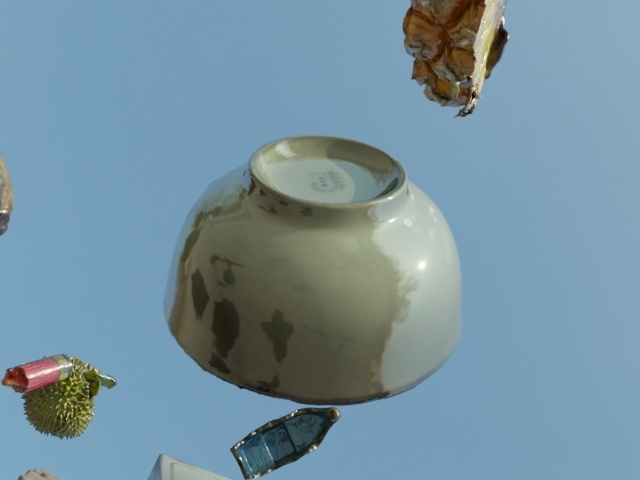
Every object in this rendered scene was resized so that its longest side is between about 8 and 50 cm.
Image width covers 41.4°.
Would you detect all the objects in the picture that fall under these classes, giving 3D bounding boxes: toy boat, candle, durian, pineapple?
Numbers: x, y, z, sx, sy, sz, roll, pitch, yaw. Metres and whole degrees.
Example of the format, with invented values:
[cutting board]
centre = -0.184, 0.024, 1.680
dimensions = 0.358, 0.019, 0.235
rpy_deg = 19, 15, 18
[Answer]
[toy boat]
centre = -0.052, 0.317, 1.355
dimensions = 0.185, 0.077, 0.075
rpy_deg = -22, -99, -17
[candle]
centre = -0.497, 0.234, 1.471
dimensions = 0.052, 0.130, 0.052
rpy_deg = 5, -81, 33
[durian]
centre = -0.498, 0.298, 1.618
dimensions = 0.198, 0.146, 0.159
rpy_deg = 5, -107, 61
[pineapple]
centre = 0.167, -0.272, 1.017
dimensions = 0.114, 0.186, 0.236
rpy_deg = 20, -41, 22

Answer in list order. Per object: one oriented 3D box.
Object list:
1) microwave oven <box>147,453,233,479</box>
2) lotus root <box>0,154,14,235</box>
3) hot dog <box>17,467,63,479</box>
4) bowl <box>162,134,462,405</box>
[microwave oven]
centre = -0.189, 0.408, 1.077
dimensions = 0.129, 0.163, 0.205
rpy_deg = 26, -82, -14
[lotus root]
centre = -0.483, -0.119, 1.100
dimensions = 0.110, 0.097, 0.258
rpy_deg = -27, -77, -13
[hot dog]
centre = -0.178, 0.274, 0.570
dimensions = 0.069, 0.131, 0.253
rpy_deg = -1, -78, 7
[bowl]
centre = 0.000, 0.000, 0.952
dimensions = 0.353, 0.354, 0.185
rpy_deg = 23, -55, 26
